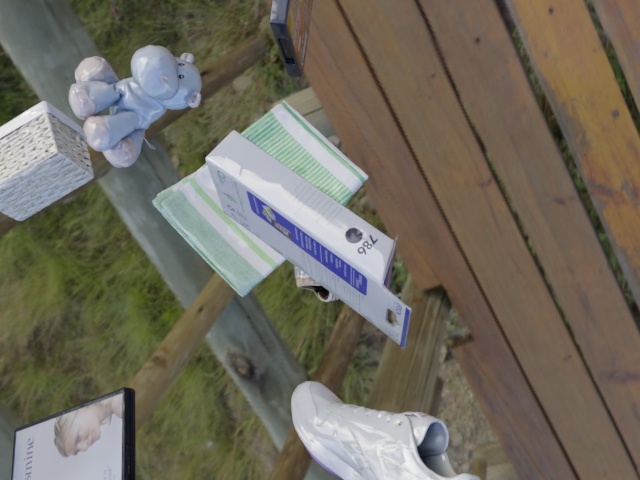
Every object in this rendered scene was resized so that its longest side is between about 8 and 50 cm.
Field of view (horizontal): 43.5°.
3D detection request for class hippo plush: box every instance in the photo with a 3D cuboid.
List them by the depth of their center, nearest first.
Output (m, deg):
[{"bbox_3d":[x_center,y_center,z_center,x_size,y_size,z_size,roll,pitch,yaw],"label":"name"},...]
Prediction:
[{"bbox_3d":[-0.375,-0.297,1.761,0.237,0.294,0.234,-18,65,23],"label":"hippo plush"}]

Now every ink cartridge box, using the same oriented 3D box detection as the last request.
[{"bbox_3d":[0.000,0.000,1.051,0.333,0.065,0.165,37,162,16],"label":"ink cartridge box"}]

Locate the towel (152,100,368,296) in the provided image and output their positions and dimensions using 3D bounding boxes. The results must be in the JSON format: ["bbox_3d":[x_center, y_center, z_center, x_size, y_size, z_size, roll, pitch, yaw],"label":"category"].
[{"bbox_3d":[-0.104,-0.088,1.450,0.248,0.325,0.038,43,160,15],"label":"towel"}]

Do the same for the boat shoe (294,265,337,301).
[{"bbox_3d":[0.012,0.086,1.498,0.063,0.059,0.170,-15,152,42],"label":"boat shoe"}]

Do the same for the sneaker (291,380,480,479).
[{"bbox_3d":[0.081,0.258,1.015,0.305,0.114,0.152,39,100,43],"label":"sneaker"}]

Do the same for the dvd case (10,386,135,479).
[{"bbox_3d":[-0.331,0.310,1.057,0.253,0.180,0.022,-24,150,33],"label":"dvd case"}]

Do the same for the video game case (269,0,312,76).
[{"bbox_3d":[-0.045,-0.475,1.474,0.035,0.248,0.274,6,81,6],"label":"video game case"}]

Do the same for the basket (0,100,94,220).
[{"bbox_3d":[-0.461,-0.122,1.279,0.167,0.113,0.103,-30,63,8],"label":"basket"}]
